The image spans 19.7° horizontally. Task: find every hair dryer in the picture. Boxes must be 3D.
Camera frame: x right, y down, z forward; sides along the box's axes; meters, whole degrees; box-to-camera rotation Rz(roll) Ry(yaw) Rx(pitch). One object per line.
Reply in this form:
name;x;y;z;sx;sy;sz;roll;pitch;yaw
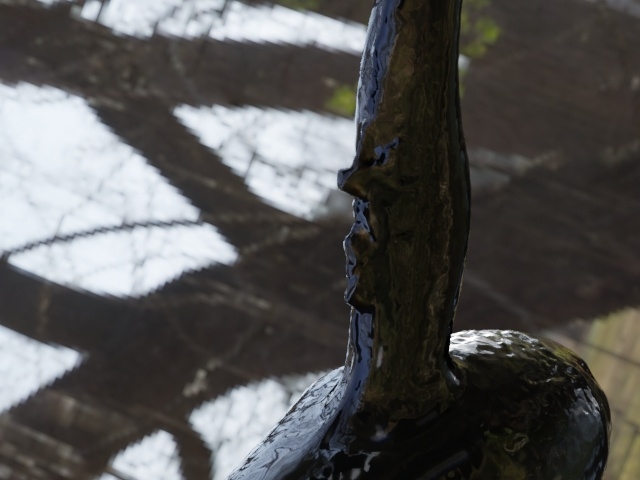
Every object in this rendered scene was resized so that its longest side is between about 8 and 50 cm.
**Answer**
hair dryer;0.000;0.000;0.605;0.303;0.120;0.359;-20;-60;-44
